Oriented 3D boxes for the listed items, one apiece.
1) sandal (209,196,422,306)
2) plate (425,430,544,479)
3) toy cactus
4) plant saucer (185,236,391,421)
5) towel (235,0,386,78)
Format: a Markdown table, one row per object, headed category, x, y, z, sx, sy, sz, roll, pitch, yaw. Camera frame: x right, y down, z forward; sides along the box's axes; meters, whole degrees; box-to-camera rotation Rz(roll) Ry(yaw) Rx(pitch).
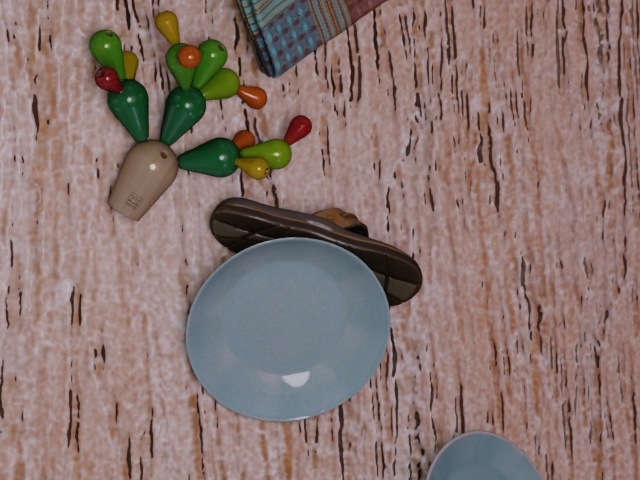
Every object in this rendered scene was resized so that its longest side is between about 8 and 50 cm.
| category | x | y | z | sx | sy | sz | roll | pitch | yaw |
| --- | --- | --- | --- | --- | --- | --- | --- | --- | --- |
| sandal | 0.000 | 0.000 | 1.659 | 0.219 | 0.090 | 0.060 | 19 | 51 | -12 |
| plate | 0.166 | 0.284 | 1.735 | 0.188 | 0.024 | 0.188 | 18 | 61 | -36 |
| toy cactus | -0.128 | -0.098 | 1.587 | 0.219 | 0.112 | 0.180 | 30 | 92 | -30 |
| plant saucer | -0.032 | 0.079 | 1.641 | 0.195 | 0.037 | 0.195 | -4 | 115 | -9 |
| towel | -0.002 | -0.360 | 1.557 | 0.271 | 0.040 | 0.370 | -37 | 130 | -21 |
